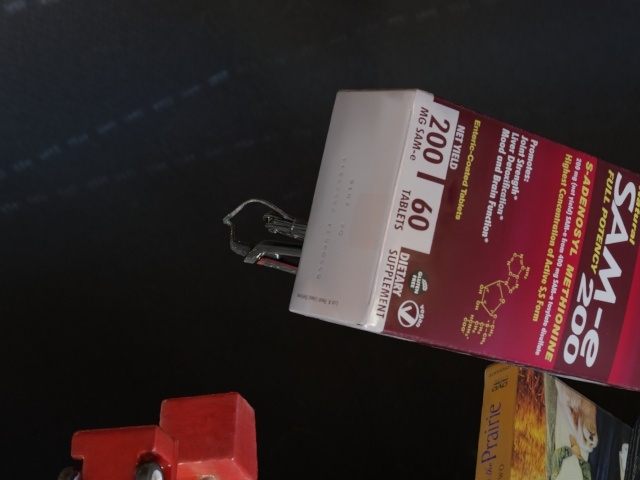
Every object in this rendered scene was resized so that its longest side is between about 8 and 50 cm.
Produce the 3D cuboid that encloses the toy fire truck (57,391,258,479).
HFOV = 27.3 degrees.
[{"bbox_3d":[-0.077,0.152,0.633,0.047,0.135,0.192,-7,61,16],"label":"toy fire truck"}]

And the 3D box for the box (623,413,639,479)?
[{"bbox_3d":[0.279,0.144,0.923,0.093,0.158,0.156,20,34,5],"label":"box"}]

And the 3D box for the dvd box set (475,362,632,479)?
[{"bbox_3d":[0.291,0.372,1.469,0.062,0.308,0.420,-33,32,41],"label":"dvd box set"}]

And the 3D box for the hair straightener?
[{"bbox_3d":[0.000,0.000,1.382,0.230,0.047,0.089,17,111,21],"label":"hair straightener"}]

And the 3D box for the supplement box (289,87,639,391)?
[{"bbox_3d":[0.107,0.006,0.762,0.073,0.239,0.130,8,85,53],"label":"supplement box"}]
